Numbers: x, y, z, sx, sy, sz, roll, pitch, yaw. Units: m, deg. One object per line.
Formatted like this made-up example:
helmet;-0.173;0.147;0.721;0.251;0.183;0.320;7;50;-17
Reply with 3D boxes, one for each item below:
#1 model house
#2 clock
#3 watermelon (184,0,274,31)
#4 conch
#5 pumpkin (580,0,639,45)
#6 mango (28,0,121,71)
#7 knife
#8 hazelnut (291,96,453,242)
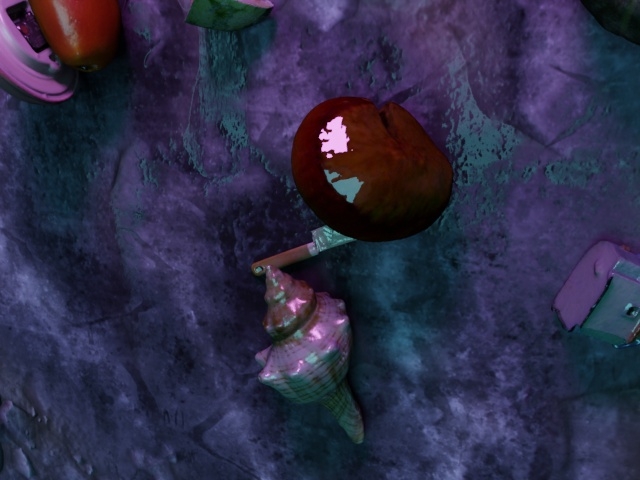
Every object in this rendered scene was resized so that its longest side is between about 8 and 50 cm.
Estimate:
model house;0.453;0.093;0.893;0.149;0.119;0.148;25;113;-2
clock;-0.487;-0.335;0.980;0.056;0.244;0.244;-20;101;15
watermelon;-0.170;-0.398;0.933;0.098;0.121;0.158;-21;97;46
conch;-0.029;0.216;1.064;0.203;0.170;0.385;2;109;45
pumpkin;0.428;-0.378;0.686;0.300;0.207;0.300;14;118;28
mango;-0.417;-0.420;0.982;0.129;0.146;0.289;-21;100;26
knife;-0.001;0.001;1.057;0.298;0.017;0.047;-20;95;24
hazelnut;0.071;-0.095;0.908;0.252;0.217;0.217;23;116;-16
